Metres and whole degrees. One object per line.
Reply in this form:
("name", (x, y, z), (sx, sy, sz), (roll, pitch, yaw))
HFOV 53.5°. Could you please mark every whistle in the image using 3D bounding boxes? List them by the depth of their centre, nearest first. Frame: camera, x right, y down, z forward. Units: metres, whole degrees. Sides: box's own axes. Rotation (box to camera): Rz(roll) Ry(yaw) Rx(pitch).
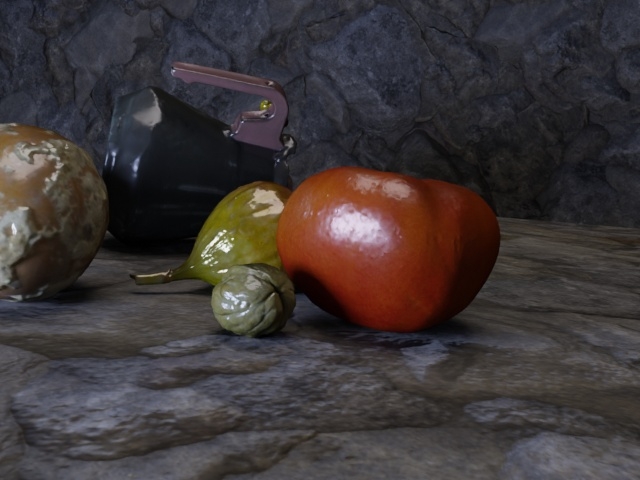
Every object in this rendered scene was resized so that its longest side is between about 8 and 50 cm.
("whistle", (-0.100, -0.244, 1.296), (0.046, 0.057, 0.109), (-34, -13, -13))

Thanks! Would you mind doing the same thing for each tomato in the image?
("tomato", (0.080, 0.009, 0.741), (0.260, 0.180, 0.260), (6, 8, -1))

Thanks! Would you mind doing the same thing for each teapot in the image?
("teapot", (-0.224, -0.153, 1.227), (0.362, 0.376, 0.305), (9, 35, -19))

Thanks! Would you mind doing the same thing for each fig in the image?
("fig", (-0.128, 0.015, 0.859), (0.257, 0.159, 0.159), (-17, 15, -20))

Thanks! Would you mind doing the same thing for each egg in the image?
("egg", (-0.355, -0.033, 0.753), (0.203, 0.203, 0.245), (1, 32, -18))

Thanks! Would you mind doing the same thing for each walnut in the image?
("walnut", (-0.069, 0.061, 0.656), (0.092, 0.092, 0.092), (4, 7, 0))
